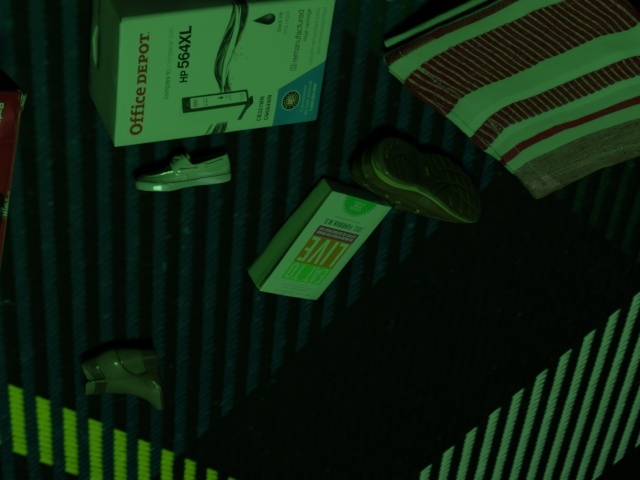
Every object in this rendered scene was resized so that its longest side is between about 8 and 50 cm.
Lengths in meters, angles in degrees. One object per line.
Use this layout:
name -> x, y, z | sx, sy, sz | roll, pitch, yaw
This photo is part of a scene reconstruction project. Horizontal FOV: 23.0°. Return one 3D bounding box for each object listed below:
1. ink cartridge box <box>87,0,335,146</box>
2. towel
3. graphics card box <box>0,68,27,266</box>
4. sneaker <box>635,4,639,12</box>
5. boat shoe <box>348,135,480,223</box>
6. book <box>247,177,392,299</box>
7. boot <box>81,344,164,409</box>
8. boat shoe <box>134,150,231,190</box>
ink cartridge box -> -0.102, -0.176, 1.441 | 0.203, 0.086, 0.148 | -10, 136, -20
towel -> 0.245, -0.158, 1.620 | 0.237, 0.037, 0.329 | -22, 144, 29
graphics card box -> -0.454, -0.043, 1.336 | 0.371, 0.094, 0.233 | 0, 115, -30
sneaker -> 0.345, -0.208, 1.663 | 0.185, 0.069, 0.084 | -24, 134, -4
boat shoe -> 0.103, -0.061, 1.697 | 0.060, 0.064, 0.178 | -20, 149, 40
book -> 0.000, 0.000, 1.721 | 0.096, 0.035, 0.144 | 14, 123, -43
boot -> -0.221, 0.158, 1.756 | 0.087, 0.042, 0.118 | -12, 136, -8
boat shoe -> -0.138, -0.072, 1.572 | 0.100, 0.035, 0.035 | -8, 108, -16
